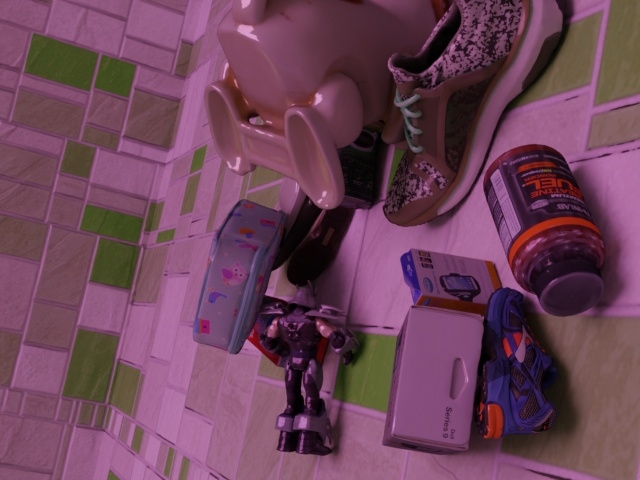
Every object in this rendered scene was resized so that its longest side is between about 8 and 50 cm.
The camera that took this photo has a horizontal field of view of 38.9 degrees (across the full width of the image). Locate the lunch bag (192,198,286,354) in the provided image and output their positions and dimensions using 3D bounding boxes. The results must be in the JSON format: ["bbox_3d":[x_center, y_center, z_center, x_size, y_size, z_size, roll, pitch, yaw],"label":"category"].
[{"bbox_3d":[-0.144,0.064,1.635,0.279,0.108,0.224,-70,-5,-66],"label":"lunch bag"}]

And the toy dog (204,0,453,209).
[{"bbox_3d":[0.032,-0.305,1.404,0.284,0.408,0.395,14,132,47],"label":"toy dog"}]

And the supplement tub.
[{"bbox_3d":[0.254,-0.011,1.016,0.106,0.106,0.198,-58,28,37],"label":"supplement tub"}]

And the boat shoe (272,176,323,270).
[{"bbox_3d":[-0.054,-0.028,1.795,0.305,0.091,0.109,121,145,-49],"label":"boat shoe"}]

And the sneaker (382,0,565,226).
[{"bbox_3d":[0.157,-0.202,1.267,0.158,0.182,0.410,-106,36,-52],"label":"sneaker"}]

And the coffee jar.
[{"bbox_3d":[0.057,-0.153,1.596,0.079,0.096,0.184,158,125,-68],"label":"coffee jar"}]

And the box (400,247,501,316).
[{"bbox_3d":[0.163,0.054,1.151,0.081,0.136,0.028,-98,22,-44],"label":"box"}]

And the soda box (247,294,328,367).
[{"bbox_3d":[-0.072,0.173,1.721,0.263,0.083,0.092,23,97,69],"label":"soda box"}]

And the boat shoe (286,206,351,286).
[{"bbox_3d":[0.000,0.000,1.697,0.190,0.068,0.072,-55,12,16],"label":"boat shoe"}]

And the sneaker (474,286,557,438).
[{"bbox_3d":[0.224,0.141,1.037,0.221,0.087,0.083,-77,-7,-48],"label":"sneaker"}]

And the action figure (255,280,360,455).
[{"bbox_3d":[-0.028,0.209,1.514,0.185,0.099,0.285,-1,86,41],"label":"action figure"}]

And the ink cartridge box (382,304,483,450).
[{"bbox_3d":[0.133,0.176,1.103,0.212,0.093,0.154,92,-173,-76],"label":"ink cartridge box"}]
